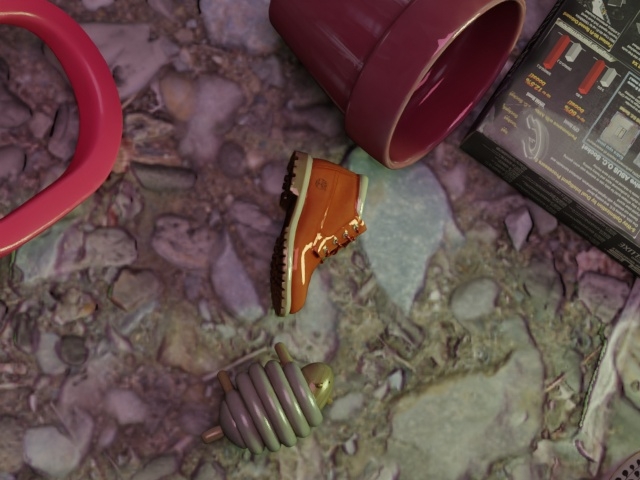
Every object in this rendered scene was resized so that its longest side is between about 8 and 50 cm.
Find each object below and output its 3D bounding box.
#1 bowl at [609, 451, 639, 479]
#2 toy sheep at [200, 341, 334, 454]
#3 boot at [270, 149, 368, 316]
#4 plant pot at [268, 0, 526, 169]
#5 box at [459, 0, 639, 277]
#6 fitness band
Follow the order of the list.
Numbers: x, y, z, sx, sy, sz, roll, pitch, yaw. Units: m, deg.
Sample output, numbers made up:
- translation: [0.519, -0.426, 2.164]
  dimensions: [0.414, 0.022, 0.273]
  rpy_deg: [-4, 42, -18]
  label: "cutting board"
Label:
- translation: [0.347, 0.269, 1.601]
  dimensions: [0.170, 0.080, 0.170]
  rpy_deg: [2, 78, -10]
  label: "bowl"
- translation: [-0.047, 0.148, 1.556]
  dimensions: [0.132, 0.091, 0.091]
  rpy_deg: [-28, 85, 0]
  label: "toy sheep"
- translation: [0.000, 0.000, 1.607]
  dimensions: [0.084, 0.059, 0.158]
  rpy_deg: [15, 76, -12]
  label: "boot"
- translation: [0.059, -0.196, 1.595]
  dimensions: [0.180, 0.201, 0.201]
  rpy_deg: [40, 75, 16]
  label: "plant pot"
- translation: [0.327, -0.103, 1.673]
  dimensions: [0.307, 0.076, 0.242]
  rpy_deg: [35, 75, -2]
  label: "box"
- translation: [-0.296, -0.098, 1.510]
  dimensions: [0.291, 0.054, 0.209]
  rpy_deg: [-40, 104, -42]
  label: "fitness band"
